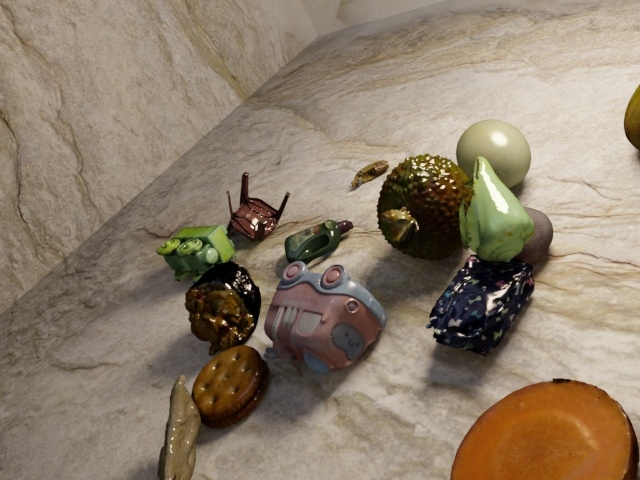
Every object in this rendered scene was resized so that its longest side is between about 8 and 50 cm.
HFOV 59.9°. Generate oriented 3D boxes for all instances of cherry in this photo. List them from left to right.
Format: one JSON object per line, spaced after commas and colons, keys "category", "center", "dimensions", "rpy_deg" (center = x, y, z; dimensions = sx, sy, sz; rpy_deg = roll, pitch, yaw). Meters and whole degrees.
{"category": "cherry", "center": [0.440, -0.018, 1.279], "dimensions": [0.115, 0.188, 0.148], "rpy_deg": [163, 121, -84]}

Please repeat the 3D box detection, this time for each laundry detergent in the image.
{"category": "laundry detergent", "center": [0.000, 0.000, 1.718], "dimensions": [0.221, 0.078, 0.144], "rpy_deg": [-22, 34, 11]}

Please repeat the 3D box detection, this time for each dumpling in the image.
{"category": "dumpling", "center": [-0.329, 0.493, 1.279], "dimensions": [0.086, 0.166, 0.332], "rpy_deg": [10, 52, -11]}

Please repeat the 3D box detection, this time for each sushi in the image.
{"category": "sushi", "center": [-0.283, 0.195, 1.587], "dimensions": [0.200, 0.213, 0.204], "rpy_deg": [-41, 9, 31]}

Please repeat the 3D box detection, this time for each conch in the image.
{"category": "conch", "center": [0.365, -0.052, 1.224], "dimensions": [0.137, 0.143, 0.250], "rpy_deg": [-21, 46, -5]}

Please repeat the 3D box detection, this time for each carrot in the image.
{"category": "carrot", "center": [0.345, 0.352, 0.880], "dimensions": [0.307, 0.100, 0.258], "rpy_deg": [-32, 27, 2]}

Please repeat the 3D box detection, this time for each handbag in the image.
{"category": "handbag", "center": [0.342, 0.131, 1.189], "dimensions": [0.162, 0.113, 0.260], "rpy_deg": [14, 51, 42]}

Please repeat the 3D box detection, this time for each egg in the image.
{"category": "egg", "center": [0.473, -0.236, 1.530], "dimensions": [0.186, 0.186, 0.253], "rpy_deg": [-26, 31, 8]}

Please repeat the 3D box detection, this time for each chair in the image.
{"category": "chair", "center": [-0.252, -0.074, 2.010], "dimensions": [0.175, 0.183, 0.326], "rpy_deg": [-53, -8, -30]}

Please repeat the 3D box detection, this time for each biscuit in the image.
{"category": "biscuit", "center": [-0.229, 0.364, 1.397], "dimensions": [0.220, 0.066, 0.220], "rpy_deg": [-23, 32, 15]}

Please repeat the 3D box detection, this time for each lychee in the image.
{"category": "lychee", "center": [0.268, -0.079, 1.410], "dimensions": [0.320, 0.270, 0.270], "rpy_deg": [-39, 31, -19]}

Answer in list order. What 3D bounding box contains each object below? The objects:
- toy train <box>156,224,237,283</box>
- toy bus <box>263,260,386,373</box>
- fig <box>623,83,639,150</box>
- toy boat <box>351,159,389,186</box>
{"category": "toy train", "center": [-0.443, 0.041, 1.973], "dimensions": [0.271, 0.159, 0.188], "rpy_deg": [-1, 35, 41]}
{"category": "toy bus", "center": [-0.003, 0.200, 1.332], "dimensions": [0.294, 0.197, 0.232], "rpy_deg": [4, 55, 43]}
{"category": "fig", "center": [0.796, -0.345, 1.273], "dimensions": [0.217, 0.321, 0.217], "rpy_deg": [-26, 34, 19]}
{"category": "toy boat", "center": [0.171, -0.234, 1.930], "dimensions": [0.149, 0.047, 0.049], "rpy_deg": [-30, 31, 0]}
